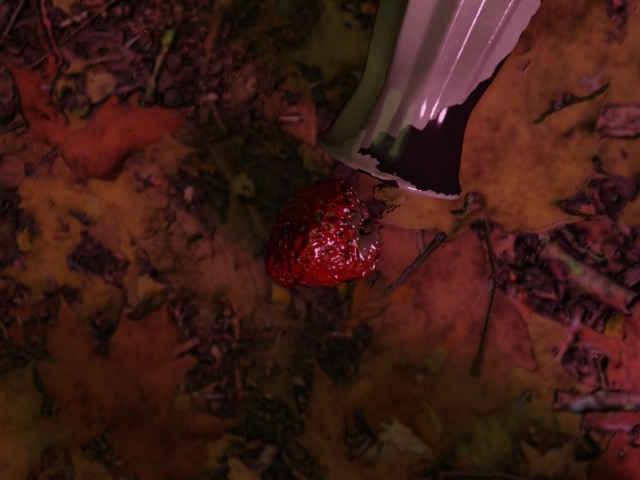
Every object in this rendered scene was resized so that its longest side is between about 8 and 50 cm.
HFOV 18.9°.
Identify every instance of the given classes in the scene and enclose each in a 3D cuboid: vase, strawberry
[{"bbox_3d":[0.113,-0.214,1.346,0.165,0.165,0.360,25,105,14],"label":"vase"},{"bbox_3d":[0.000,0.000,1.428,0.096,0.083,0.083,-38,82,23],"label":"strawberry"}]
